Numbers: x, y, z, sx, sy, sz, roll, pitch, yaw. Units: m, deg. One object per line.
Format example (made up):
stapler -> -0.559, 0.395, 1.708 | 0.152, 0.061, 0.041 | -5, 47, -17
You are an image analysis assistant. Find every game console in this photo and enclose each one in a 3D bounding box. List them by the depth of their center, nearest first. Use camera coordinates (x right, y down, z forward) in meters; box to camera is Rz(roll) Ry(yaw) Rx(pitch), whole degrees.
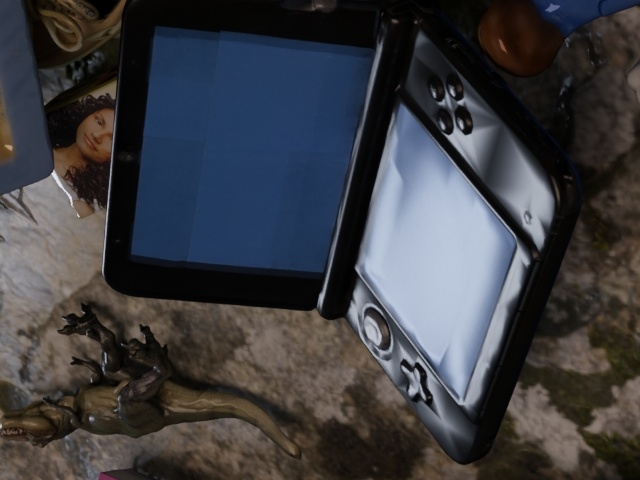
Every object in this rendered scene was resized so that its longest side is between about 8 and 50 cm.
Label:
game console -> 0.000, 0.000, 1.137 | 0.250, 0.173, 0.293 | 53, 151, 30

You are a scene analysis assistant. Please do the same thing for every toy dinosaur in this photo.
toy dinosaur -> -0.145, 0.114, 1.419 | 0.268, 0.064, 0.118 | -1, 126, 29

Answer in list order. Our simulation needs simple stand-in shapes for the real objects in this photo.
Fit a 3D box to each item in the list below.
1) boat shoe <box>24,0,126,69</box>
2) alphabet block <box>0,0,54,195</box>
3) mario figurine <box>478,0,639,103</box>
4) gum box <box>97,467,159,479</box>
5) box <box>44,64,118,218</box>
boat shoe -> -0.150, -0.199, 1.188 | 0.104, 0.089, 0.285 | 44, 132, -3
alphabet block -> -0.319, -0.128, 1.228 | 0.197, 0.192, 0.193 | 33, 137, 47
mario figurine -> 0.191, -0.175, 0.945 | 0.198, 0.170, 0.320 | 29, 151, -37
gum box -> -0.102, 0.267, 1.457 | 0.188, 0.062, 0.107 | 20, 93, 19
box -> -0.099, -0.091, 1.252 | 0.232, 0.058, 0.087 | -21, 109, 38
